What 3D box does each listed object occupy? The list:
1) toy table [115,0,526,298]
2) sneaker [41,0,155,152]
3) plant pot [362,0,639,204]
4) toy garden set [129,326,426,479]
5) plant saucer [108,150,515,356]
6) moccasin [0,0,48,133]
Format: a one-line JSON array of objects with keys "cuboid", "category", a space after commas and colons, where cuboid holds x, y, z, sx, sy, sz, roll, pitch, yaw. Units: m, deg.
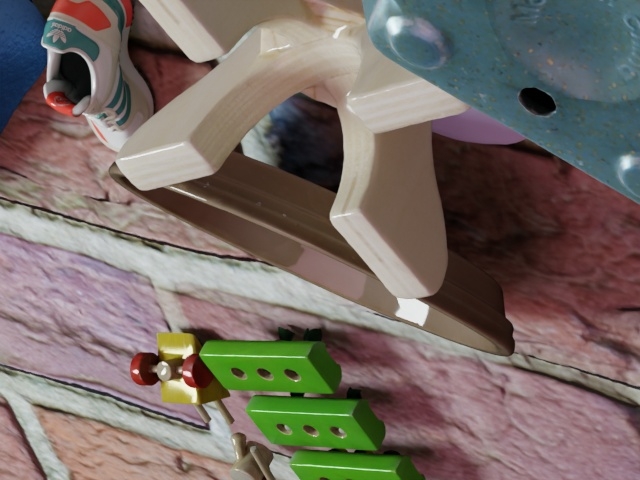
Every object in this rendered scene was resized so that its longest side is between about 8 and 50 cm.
[{"cuboid": [0.007, -0.111, 1.045, 0.274, 0.161, 0.252, 42, 145, -18], "category": "toy table"}, {"cuboid": [-0.153, -0.100, 1.289, 0.057, 0.075, 0.161, 21, 147, 17], "category": "sneaker"}, {"cuboid": [0.146, -0.163, 0.771, 0.247, 0.252, 0.248, 31, 149, 2], "category": "plant pot"}, {"cuboid": [-0.018, 0.150, 1.557, 0.203, 0.049, 0.244, -1, 137, 40], "category": "toy garden set"}, {"cuboid": [0.000, 0.000, 1.236, 0.278, 0.041, 0.278, 24, 176, 2], "category": "plant saucer"}, {"cuboid": [-0.292, -0.098, 1.384, 0.342, 0.137, 0.117, -40, 77, 40], "category": "moccasin"}]
